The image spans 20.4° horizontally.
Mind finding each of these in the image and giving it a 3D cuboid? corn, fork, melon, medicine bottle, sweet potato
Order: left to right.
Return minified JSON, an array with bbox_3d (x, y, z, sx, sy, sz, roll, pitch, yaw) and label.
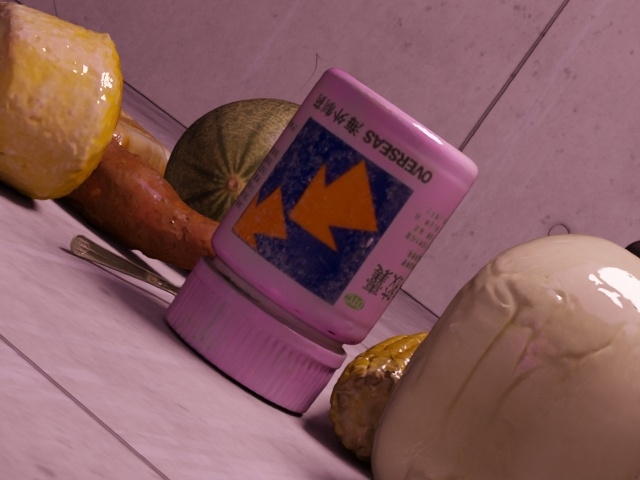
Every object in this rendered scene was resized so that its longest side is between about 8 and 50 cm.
[{"bbox_3d":[-0.231,-0.061,1.923,0.354,0.095,0.106,38,-40,13],"label":"sweet potato"},{"bbox_3d":[-0.167,0.035,1.743,0.028,0.034,0.219,28,-2,42],"label":"fork"},{"bbox_3d":[-0.068,-0.052,2.115,0.237,0.237,0.301,36,6,10],"label":"melon"},{"bbox_3d":[0.000,0.000,1.677,0.178,0.291,0.178,35,4,-2],"label":"medicine bottle"},{"bbox_3d":[0.089,0.159,1.775,0.131,0.131,0.344,36,6,9],"label":"corn"}]

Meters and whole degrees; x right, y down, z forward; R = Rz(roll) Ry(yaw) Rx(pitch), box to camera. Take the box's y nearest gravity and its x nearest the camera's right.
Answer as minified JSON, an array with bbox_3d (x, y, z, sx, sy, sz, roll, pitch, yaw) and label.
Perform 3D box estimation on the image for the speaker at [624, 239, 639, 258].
[{"bbox_3d":[0.354,0.206,1.945,0.180,0.388,0.184,35,-13,-21],"label":"speaker"}]

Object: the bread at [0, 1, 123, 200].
[{"bbox_3d":[-0.286,-0.138,1.774,0.170,0.197,0.197,26,8,-27],"label":"bread"}]

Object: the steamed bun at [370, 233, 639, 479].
[{"bbox_3d":[0.222,0.163,1.554,0.233,0.312,0.334,35,11,29],"label":"steamed bun"}]

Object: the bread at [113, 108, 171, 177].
[{"bbox_3d":[-0.277,-0.128,2.391,0.134,0.081,0.225,43,5,27],"label":"bread"}]
